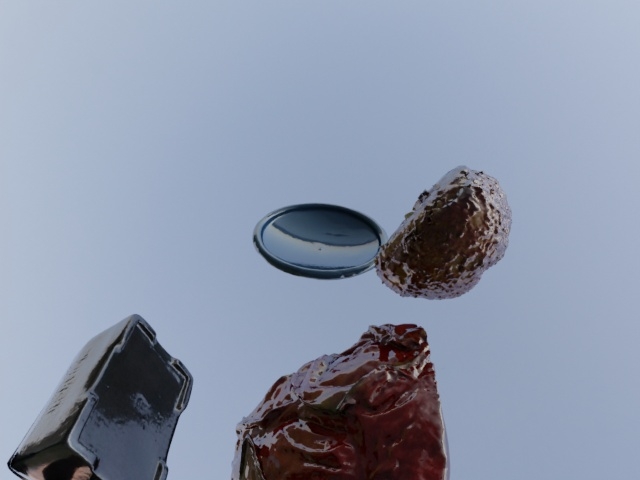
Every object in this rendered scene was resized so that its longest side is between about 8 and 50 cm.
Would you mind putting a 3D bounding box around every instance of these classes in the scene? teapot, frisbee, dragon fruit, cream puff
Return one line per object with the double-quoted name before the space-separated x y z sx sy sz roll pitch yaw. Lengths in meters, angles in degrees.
"teapot" -0.168 0.135 0.311 0.096 0.087 0.177 -23 -152 9
"frisbee" 0.000 0.004 0.906 0.289 0.049 0.289 3 -147 -2
"dragon fruit" 0.044 0.254 0.584 0.302 0.240 0.330 19 -116 21
"cream puff" 0.198 -0.003 0.664 0.164 0.240 0.240 33 -95 7
